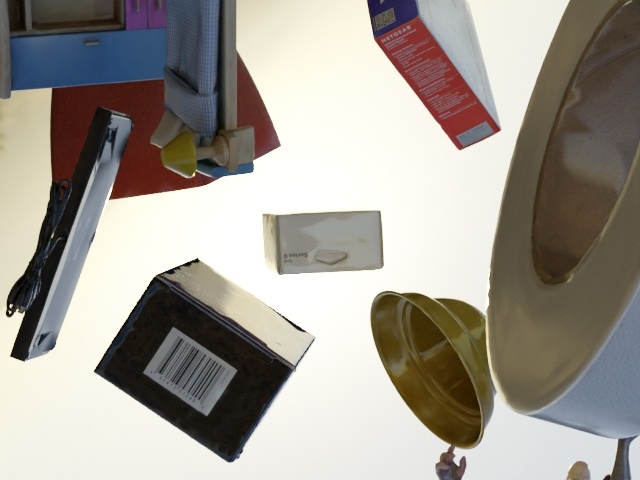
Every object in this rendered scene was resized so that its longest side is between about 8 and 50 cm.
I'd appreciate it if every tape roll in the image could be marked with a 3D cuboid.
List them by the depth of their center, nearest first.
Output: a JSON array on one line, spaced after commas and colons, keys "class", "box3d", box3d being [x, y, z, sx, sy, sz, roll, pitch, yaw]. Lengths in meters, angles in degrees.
[{"class": "tape roll", "box3d": [0.212, -0.060, 0.943, 0.392, 0.072, 0.392, -164, -90, -82]}]

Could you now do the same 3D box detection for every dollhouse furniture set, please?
[{"class": "dollhouse furniture set", "box3d": [-0.197, -0.226, 1.367, 0.198, 0.286, 0.303, -8, -155, -23]}]

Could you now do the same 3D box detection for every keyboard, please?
[{"class": "keyboard", "box3d": [-0.305, -0.006, 1.650, 0.201, 0.033, 0.317, -8, 118, -83]}]

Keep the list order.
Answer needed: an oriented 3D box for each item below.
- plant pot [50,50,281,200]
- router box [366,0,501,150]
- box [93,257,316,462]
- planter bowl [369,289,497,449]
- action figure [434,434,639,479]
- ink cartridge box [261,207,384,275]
[{"class": "plant pot", "box3d": [-0.252, -0.208, 2.093, 0.267, 0.235, 0.267, -7, -166, 26]}, {"class": "router box", "box3d": [0.172, -0.364, 2.294, 0.082, 0.301, 0.335, -25, -134, 19]}, {"class": "box", "box3d": [-0.102, 0.106, 1.315, 0.108, 0.153, 0.207, -57, 179, 6]}, {"class": "planter bowl", "box3d": [0.160, 0.137, 1.689, 0.090, 0.217, 0.217, -28, -179, -23]}, {"class": "action figure", "box3d": [0.269, 0.344, 1.574, 0.248, 0.275, 0.370, -18, 172, 24]}, {"class": "ink cartridge box", "box3d": [0.000, 0.000, 2.054, 0.154, 0.093, 0.212, -4, -176, -7]}]
